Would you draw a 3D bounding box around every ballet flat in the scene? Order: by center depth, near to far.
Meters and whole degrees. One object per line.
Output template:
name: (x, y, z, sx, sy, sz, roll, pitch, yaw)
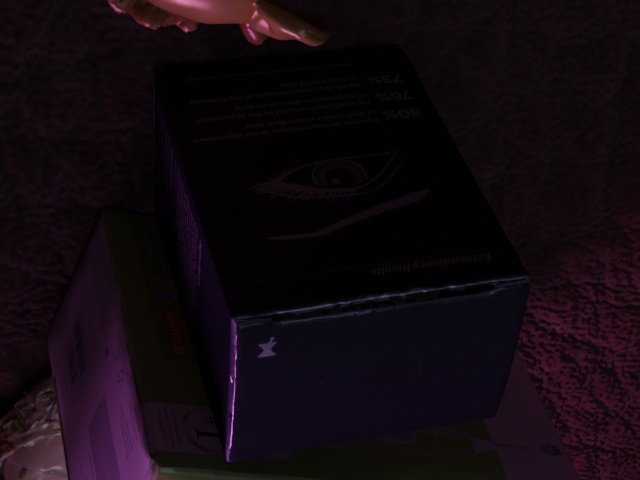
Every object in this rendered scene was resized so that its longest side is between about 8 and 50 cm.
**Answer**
ballet flat: (-0.210, 0.175, 0.919, 0.241, 0.077, 0.091, -42, 131, 20)

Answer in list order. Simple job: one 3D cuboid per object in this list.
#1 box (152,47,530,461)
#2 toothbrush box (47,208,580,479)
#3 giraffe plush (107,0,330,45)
box: (0.000, 0.000, 0.732, 0.153, 0.207, 0.108, -6, 134, -14)
toothbrush box: (-0.008, 0.109, 0.835, 0.283, 0.206, 0.122, 8, 128, -27)
giraffe plush: (-0.061, -0.162, 0.599, 0.210, 0.181, 0.170, -31, 143, 23)
